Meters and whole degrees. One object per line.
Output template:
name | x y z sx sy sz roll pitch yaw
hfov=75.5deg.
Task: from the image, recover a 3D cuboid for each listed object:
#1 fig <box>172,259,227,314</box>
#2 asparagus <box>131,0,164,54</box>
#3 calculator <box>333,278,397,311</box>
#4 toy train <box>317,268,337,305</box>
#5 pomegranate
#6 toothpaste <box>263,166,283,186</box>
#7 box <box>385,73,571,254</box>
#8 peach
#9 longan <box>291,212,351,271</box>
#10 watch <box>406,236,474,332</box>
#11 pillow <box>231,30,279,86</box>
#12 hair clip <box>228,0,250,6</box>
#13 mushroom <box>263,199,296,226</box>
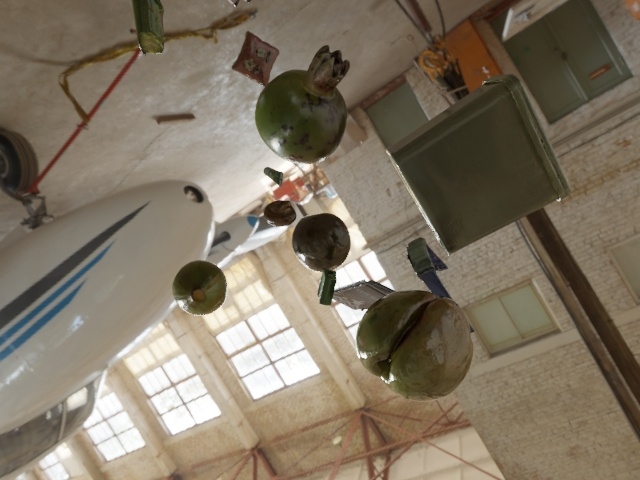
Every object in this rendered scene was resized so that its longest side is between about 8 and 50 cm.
fig | -0.513 0.202 1.759 0.239 0.240 0.271 -31 -176 -11
asparagus | -0.371 -0.540 0.863 0.067 0.278 0.060 -2 -170 24
calculator | 0.136 0.181 1.349 0.274 0.165 0.028 -26 -138 55
toy train | 0.017 0.122 1.073 0.038 0.093 0.056 11 -162 -5
pomegranate | -0.024 -0.250 0.768 0.211 0.179 0.179 -62 171 18
toothpaste | -0.156 -0.217 1.362 0.031 0.049 0.204 4 -165 -23
box | 0.409 -0.190 1.108 0.343 0.352 0.177 -31 -163 13
peach | 0.243 0.256 1.060 0.291 0.248 0.292 -4 -153 2
longan | 0.000 0.000 1.617 0.248 0.248 0.248 -31 -179 1
watch | 0.380 0.143 1.337 0.068 0.274 0.277 -29 -133 20
pillow | -0.278 -0.793 1.811 0.075 0.171 0.179 30 -82 63
hair clip | -0.342 -0.841 1.234 0.330 0.101 0.085 22 101 -49
mushroom | -0.139 -0.095 1.450 0.109 0.085 0.126 -30 -140 11
